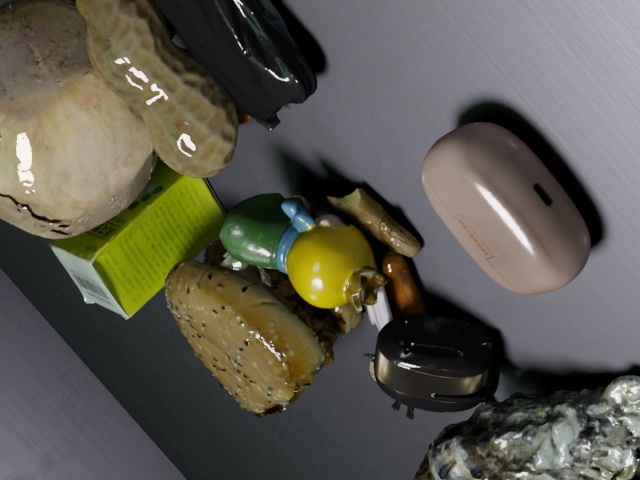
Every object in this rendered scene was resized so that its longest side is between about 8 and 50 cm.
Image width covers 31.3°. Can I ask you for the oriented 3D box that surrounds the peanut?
[{"bbox_3d":[-0.206,-0.216,1.483,0.298,0.136,0.120,53,162,-20],"label":"peanut"}]

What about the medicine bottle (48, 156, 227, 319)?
[{"bbox_3d":[-0.290,-0.010,1.843,0.137,0.250,0.141,19,146,46],"label":"medicine bottle"}]

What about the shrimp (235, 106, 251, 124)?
[{"bbox_3d":[-0.136,-0.189,1.583,0.091,0.025,0.127,48,152,0],"label":"shrimp"}]

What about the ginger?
[{"bbox_3d":[0.070,-0.027,1.458,0.137,0.044,0.057,38,145,18],"label":"ginger"}]

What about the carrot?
[{"bbox_3d":[0.121,0.093,1.546,0.061,0.061,0.209,21,141,46],"label":"carrot"}]

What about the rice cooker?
[{"bbox_3d":[0.151,0.158,1.488,0.165,0.112,0.106,3,126,11],"label":"rice cooker"}]

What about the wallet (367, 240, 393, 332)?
[{"bbox_3d":[0.078,0.089,1.575,0.183,0.032,0.124,75,177,-47],"label":"wallet"}]

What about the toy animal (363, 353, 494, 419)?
[{"bbox_3d":[0.145,0.206,1.627,0.220,0.108,0.062,22,120,29],"label":"toy animal"}]

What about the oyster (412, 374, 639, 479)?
[{"bbox_3d":[0.264,0.245,1.372,0.351,0.158,0.162,-33,54,39],"label":"oyster"}]

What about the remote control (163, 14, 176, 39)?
[{"bbox_3d":[-0.270,-0.357,1.534,0.222,0.042,0.072,51,155,-4],"label":"remote control"}]

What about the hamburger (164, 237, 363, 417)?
[{"bbox_3d":[-0.101,0.111,1.781,0.277,0.195,0.318,47,154,-1],"label":"hamburger"}]

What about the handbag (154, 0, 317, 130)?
[{"bbox_3d":[-0.127,-0.279,1.368,0.332,0.075,0.191,52,157,-13],"label":"handbag"}]

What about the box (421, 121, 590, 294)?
[{"bbox_3d":[0.191,-0.032,1.186,0.200,0.088,0.146,51,157,-5],"label":"box"}]

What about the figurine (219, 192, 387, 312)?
[{"bbox_3d":[0.000,0.014,1.509,0.234,0.185,0.127,14,99,28],"label":"figurine"}]

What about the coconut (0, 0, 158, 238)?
[{"bbox_3d":[-0.400,-0.180,1.704,0.352,0.352,0.352,38,155,22],"label":"coconut"}]

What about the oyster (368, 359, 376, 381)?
[{"bbox_3d":[0.111,0.220,1.799,0.083,0.019,0.054,35,152,33],"label":"oyster"}]
